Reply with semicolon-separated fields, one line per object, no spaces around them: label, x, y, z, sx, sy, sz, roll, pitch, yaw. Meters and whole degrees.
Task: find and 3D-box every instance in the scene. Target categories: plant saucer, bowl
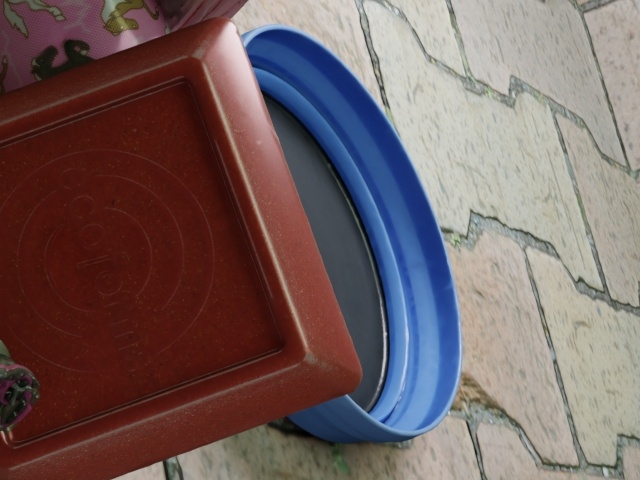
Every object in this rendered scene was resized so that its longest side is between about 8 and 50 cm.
plant saucer;-0.135;0.014;1.111;0.048;0.259;0.258;83;-13;-85
bowl;0.000;0.000;1.596;0.391;0.077;0.391;43;35;-40

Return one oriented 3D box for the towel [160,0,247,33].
towel;-0.155;-0.292;1.307;0.053;0.317;0.331;-16;84;-27

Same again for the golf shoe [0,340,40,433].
golf shoe;-0.237;0.063;0.995;0.086;0.067;0.186;43;2;26

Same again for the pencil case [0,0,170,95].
pencil case;-0.194;-0.156;1.232;0.160;0.167;0.386;34;36;-84
